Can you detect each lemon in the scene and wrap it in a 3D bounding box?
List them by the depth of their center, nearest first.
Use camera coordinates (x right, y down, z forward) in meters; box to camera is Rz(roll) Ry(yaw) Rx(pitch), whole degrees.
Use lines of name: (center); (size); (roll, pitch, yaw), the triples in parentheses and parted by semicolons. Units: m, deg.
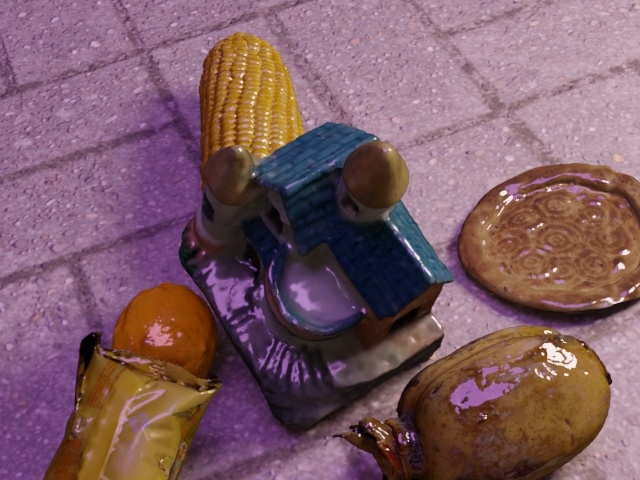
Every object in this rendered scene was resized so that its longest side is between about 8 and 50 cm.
lemon: (-0.168, 0.106, 1.328); (0.114, 0.114, 0.155); (-6, 36, 3)

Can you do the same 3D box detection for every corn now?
corn: (-0.083, -0.129, 1.548); (0.144, 0.144, 0.387); (-8, 40, 2)

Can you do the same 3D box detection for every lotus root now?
lotus root: (0.150, 0.176, 1.180); (0.278, 0.154, 0.154); (-21, 44, -13)

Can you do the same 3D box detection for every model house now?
model house: (0.000, 0.000, 1.201); (0.194, 0.325, 0.267); (-28, 74, -20)

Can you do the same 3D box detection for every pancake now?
pancake: (0.281, -0.004, 1.426); (0.250, 0.031, 0.250); (-5, 44, 5)

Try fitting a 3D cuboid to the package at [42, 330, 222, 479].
package: (-0.201, 0.212, 1.214); (0.168, 0.090, 0.226); (14, 71, 18)
